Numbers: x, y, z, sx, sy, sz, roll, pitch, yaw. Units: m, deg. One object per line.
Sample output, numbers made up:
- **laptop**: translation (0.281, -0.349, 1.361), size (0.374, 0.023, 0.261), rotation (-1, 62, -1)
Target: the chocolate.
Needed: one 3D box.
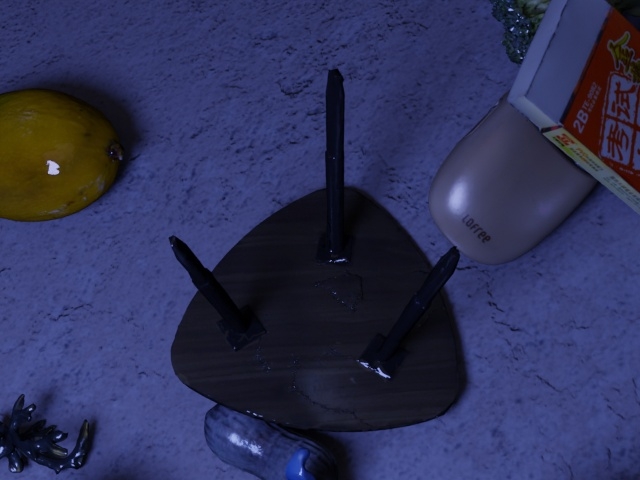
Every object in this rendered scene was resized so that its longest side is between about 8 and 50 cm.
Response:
- **chocolate**: translation (-0.055, 0.222, 1.136), size (0.167, 0.072, 0.072), rotation (28, 75, 22)

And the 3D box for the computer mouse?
- **computer mouse**: translation (0.225, -0.082, 1.174), size (0.236, 0.082, 0.145), rotation (-44, 98, -6)

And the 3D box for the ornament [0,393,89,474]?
- **ornament**: translation (-0.364, 0.275, 1.174), size (0.236, 0.080, 0.202), rotation (-19, 53, 0)

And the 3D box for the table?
- **table**: translation (0.000, 0.000, 1.094), size (0.317, 0.249, 0.317), rotation (0, 56, 1)

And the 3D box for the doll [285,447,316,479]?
- **doll**: translation (-0.022, 0.306, 1.054), size (0.067, 0.110, 0.206), rotation (8, 103, 44)

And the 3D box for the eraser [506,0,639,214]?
- **eraser**: translation (0.312, -0.150, 1.146), size (0.038, 0.230, 0.157), rotation (-5, 55, 60)

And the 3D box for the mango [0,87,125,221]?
- **mango**: translation (-0.379, -0.110, 1.360), size (0.316, 0.119, 0.177), rotation (8, 70, 28)

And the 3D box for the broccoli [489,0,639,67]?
- **broccoli**: translation (0.367, -0.332, 1.212), size (0.361, 0.221, 0.252), rotation (-13, 91, 1)
